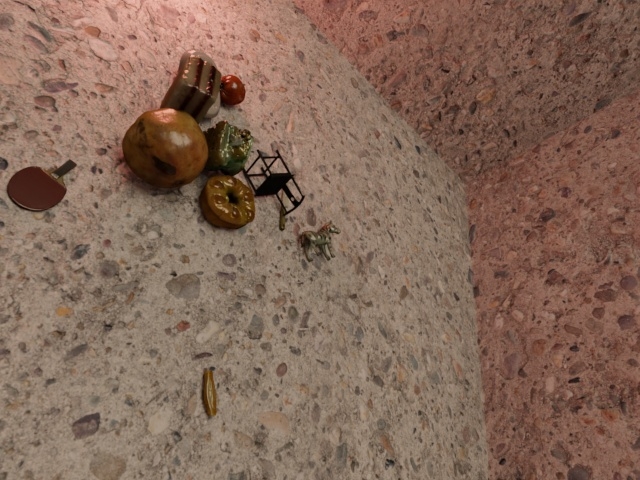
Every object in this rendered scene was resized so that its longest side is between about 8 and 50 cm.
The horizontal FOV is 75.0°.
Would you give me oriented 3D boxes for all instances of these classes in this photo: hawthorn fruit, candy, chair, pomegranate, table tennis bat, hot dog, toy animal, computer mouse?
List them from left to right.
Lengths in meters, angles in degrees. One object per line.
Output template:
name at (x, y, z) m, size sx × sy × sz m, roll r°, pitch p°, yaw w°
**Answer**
table tennis bat at (-0.803, -0.171, 1.222) m, size 0.130 × 0.019 × 0.220 m, roll 43°, pitch 43°, yaw -18°
pomegranate at (-0.517, -0.313, 1.424) m, size 0.281 × 0.281 × 0.281 m, roll 26°, pitch 49°, yaw -34°
candy at (-0.496, -0.508, 1.535) m, size 0.135 × 0.321 × 0.179 m, roll 26°, pitch 52°, yaw -32°
computer mouse at (-0.521, -0.652, 1.759) m, size 0.184 × 0.121 × 0.297 m, roll 5°, pitch 77°, yaw -55°
hot dog at (-0.346, 0.472, 1.293) m, size 0.044 × 0.028 × 0.137 m, roll 37°, pitch 39°, yaw -65°
hawthorn fruit at (-0.403, -0.679, 1.897) m, size 0.138 × 0.133 × 0.133 m, roll -7°, pitch 71°, yaw -60°
chair at (-0.202, -0.246, 1.803) m, size 0.141 × 0.154 × 0.260 m, roll -14°, pitch 70°, yaw -50°
toy animal at (0.011, 0.014, 1.935) m, size 0.255 × 0.090 × 0.170 m, roll -22°, pitch 79°, yaw -53°

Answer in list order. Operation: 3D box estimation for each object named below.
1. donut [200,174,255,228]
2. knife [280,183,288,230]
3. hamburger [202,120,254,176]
donut at (-0.356, -0.147, 1.613) m, size 0.226 × 0.114 × 0.226 m, roll 26°, pitch 49°, yaw -34°
knife at (-0.162, -0.167, 1.913) m, size 0.047 × 0.017 × 0.298 m, roll 31°, pitch 45°, yaw -39°
hamburger at (-0.380, -0.341, 1.620) m, size 0.168 × 0.288 × 0.192 m, roll 22°, pitch 71°, yaw -38°
